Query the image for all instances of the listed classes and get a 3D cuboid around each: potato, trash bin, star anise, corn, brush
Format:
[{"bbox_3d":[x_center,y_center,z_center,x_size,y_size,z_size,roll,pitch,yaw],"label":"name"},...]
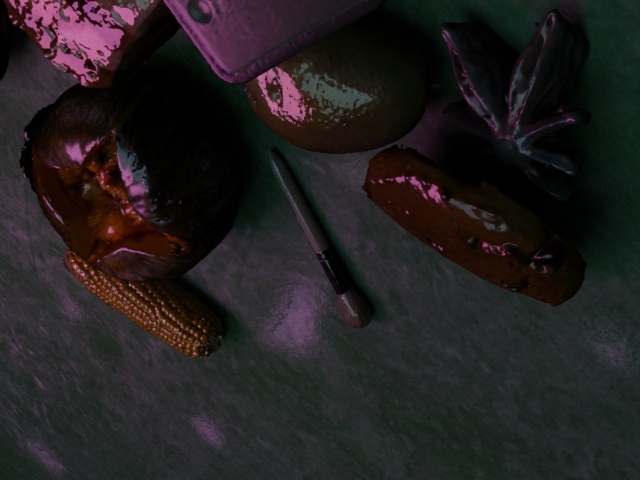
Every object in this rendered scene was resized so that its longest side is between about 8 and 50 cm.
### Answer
[{"bbox_3d":[0.021,-0.188,1.368,0.251,0.159,0.174,10,154,17],"label":"potato"},{"bbox_3d":[0.022,-0.320,1.119,0.223,0.343,0.158,-22,109,42],"label":"trash bin"},{"bbox_3d":[0.224,-0.142,1.306,0.198,0.110,0.258,20,129,41],"label":"star anise"},{"bbox_3d":[-0.281,0.087,1.841,0.293,0.106,0.106,37,137,3],"label":"corn"},{"bbox_3d":[0.000,0.000,1.629,0.042,0.039,0.299,-12,114,36],"label":"brush"}]

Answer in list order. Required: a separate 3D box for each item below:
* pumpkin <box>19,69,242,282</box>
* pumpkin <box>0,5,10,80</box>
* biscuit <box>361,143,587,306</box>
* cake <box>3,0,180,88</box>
[{"bbox_3d":[-0.255,-0.087,1.612,0.320,0.192,0.320,18,130,22],"label":"pumpkin"},{"bbox_3d":[-0.581,-0.310,1.612,0.295,0.296,0.296,19,133,21],"label":"pumpkin"},{"bbox_3d":[0.174,-0.011,1.367,0.296,0.075,0.296,33,174,4],"label":"biscuit"},{"bbox_3d":[-0.225,-0.346,1.380,0.196,0.199,0.293,47,135,-4],"label":"cake"}]
